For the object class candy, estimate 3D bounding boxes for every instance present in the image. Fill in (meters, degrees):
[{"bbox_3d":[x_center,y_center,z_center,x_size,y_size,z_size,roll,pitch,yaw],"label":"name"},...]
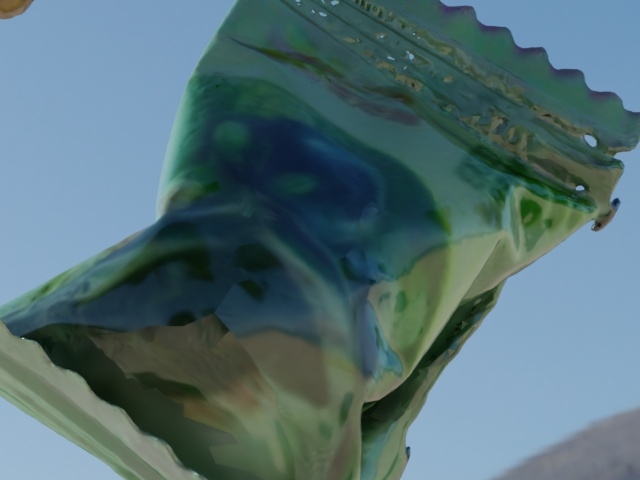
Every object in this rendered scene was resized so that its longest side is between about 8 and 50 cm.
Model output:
[{"bbox_3d":[0.002,-0.004,0.993,0.398,0.263,0.172,-54,-1,-30],"label":"candy"}]

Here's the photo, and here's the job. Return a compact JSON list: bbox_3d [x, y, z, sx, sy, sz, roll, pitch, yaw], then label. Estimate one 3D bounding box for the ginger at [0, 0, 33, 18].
[{"bbox_3d":[-0.159,-0.185,0.879,0.270,0.219,0.123,18,-21,15],"label":"ginger"}]
